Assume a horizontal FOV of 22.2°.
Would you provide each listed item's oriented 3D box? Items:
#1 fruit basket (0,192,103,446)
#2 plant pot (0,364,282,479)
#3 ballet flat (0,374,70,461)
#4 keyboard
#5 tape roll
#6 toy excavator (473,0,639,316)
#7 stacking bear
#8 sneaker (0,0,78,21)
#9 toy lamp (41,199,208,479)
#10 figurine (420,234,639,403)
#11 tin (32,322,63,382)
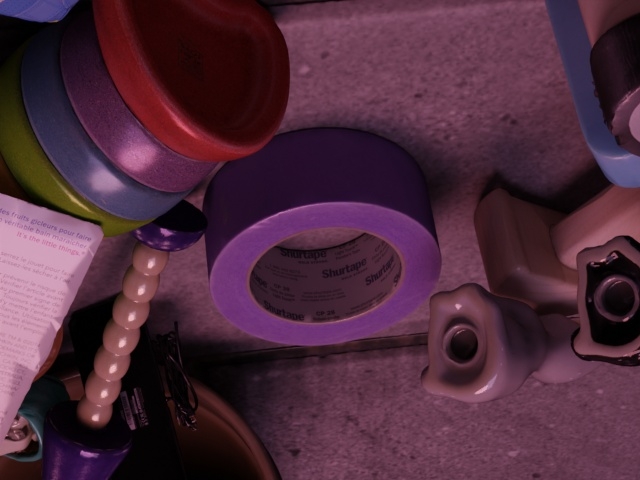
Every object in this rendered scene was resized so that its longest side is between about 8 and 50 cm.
[{"bbox_3d":[-0.366,0.072,1.131,0.327,0.165,0.353,19,113,-20],"label":"fruit basket"},{"bbox_3d":[-0.165,0.303,1.536,0.323,0.323,0.280,-13,159,5],"label":"plant pot"},{"bbox_3d":[-0.339,0.139,1.399,0.247,0.087,0.083,11,128,-6],"label":"ballet flat"},{"bbox_3d":[-0.149,0.143,1.417,0.100,0.192,0.038,-18,172,17],"label":"keyboard"},{"bbox_3d":[0.000,0.000,1.331,0.189,0.080,0.189,-6,142,-5],"label":"tape roll"},{"bbox_3d":[0.273,-0.101,1.178,0.433,0.222,0.445,-20,149,17],"label":"toy excavator"},{"bbox_3d":[-0.184,-0.069,1.160,0.289,0.164,0.175,-29,137,31],"label":"stacking bear"},{"bbox_3d":[-0.235,-0.208,0.999,0.240,0.091,0.126,34,138,-14],"label":"sneaker"},{"bbox_3d":[-0.167,0.094,1.340,0.080,0.080,0.274,12,116,-24],"label":"toy lamp"},{"bbox_3d":[0.212,0.072,1.281,0.215,0.092,0.209,-18,164,33],"label":"figurine"},{"bbox_3d":[-0.305,0.068,1.347,0.190,0.040,0.106,10,101,-23],"label":"tin"}]
